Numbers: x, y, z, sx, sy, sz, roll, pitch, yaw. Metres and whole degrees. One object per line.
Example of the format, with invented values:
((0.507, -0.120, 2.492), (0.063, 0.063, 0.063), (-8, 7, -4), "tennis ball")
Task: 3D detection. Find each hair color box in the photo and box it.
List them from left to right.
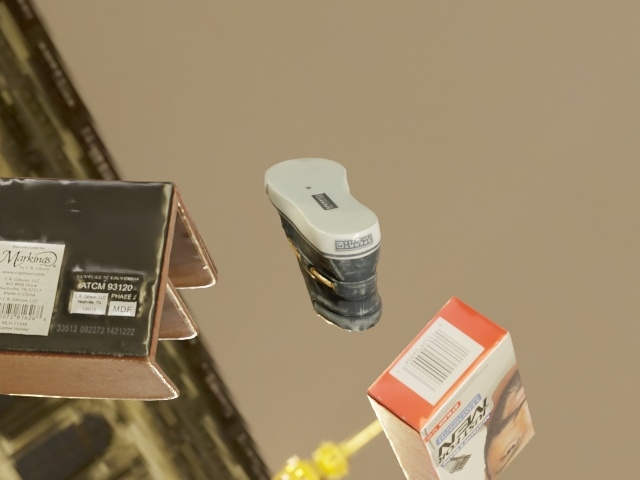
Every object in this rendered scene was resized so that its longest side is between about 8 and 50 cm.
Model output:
((0.096, 0.122, 1.050), (0.053, 0.093, 0.167), (36, -16, 28), "hair color box")

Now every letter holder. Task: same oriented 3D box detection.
((-0.256, 0.057, 1.274), (0.302, 0.152, 0.214), (2, -23, 9), "letter holder")

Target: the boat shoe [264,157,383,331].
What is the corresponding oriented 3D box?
((0.000, 0.000, 1.134), (0.183, 0.065, 0.083), (-122, -154, -64), "boat shoe")
